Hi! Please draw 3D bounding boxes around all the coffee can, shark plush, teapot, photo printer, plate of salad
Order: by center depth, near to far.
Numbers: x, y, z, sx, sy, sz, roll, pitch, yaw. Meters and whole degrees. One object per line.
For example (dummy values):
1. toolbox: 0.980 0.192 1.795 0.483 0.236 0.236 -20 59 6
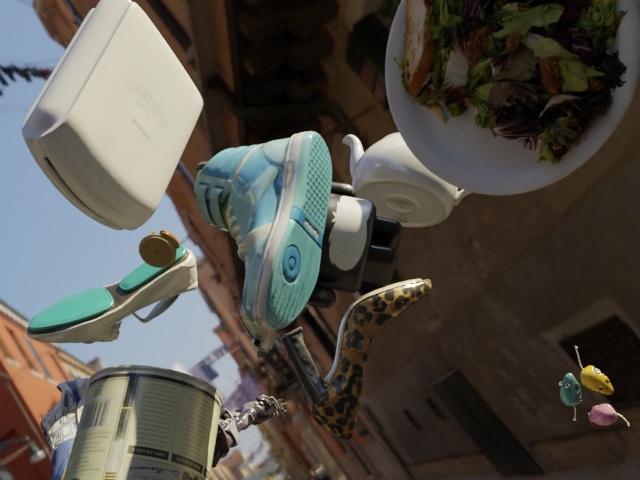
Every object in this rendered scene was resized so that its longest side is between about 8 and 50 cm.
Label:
1. plate of salad: 0.125 -0.132 0.515 0.048 0.200 0.200 -7 -31 -51
2. coffee can: -0.255 0.340 0.993 0.202 0.275 0.201 4 -34 3
3. photo printer: -0.322 -0.187 1.133 0.256 0.107 0.307 58 -139 -49
4. shark plush: -0.111 0.166 1.305 0.073 0.067 0.161 -59 -18 -18
5. teapot: 0.203 -0.158 1.610 0.252 0.256 0.187 -21 46 53

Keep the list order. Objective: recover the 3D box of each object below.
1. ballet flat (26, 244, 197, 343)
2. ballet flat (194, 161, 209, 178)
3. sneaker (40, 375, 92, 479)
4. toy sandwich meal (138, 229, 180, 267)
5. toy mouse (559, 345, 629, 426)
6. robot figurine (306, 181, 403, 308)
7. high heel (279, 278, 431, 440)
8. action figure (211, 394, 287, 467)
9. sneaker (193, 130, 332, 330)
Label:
1. ballet flat: -0.453 0.153 1.626 0.400 0.139 0.139 -29 -15 -18
2. ballet flat: -0.218 -0.108 1.813 0.084 0.250 0.058 -42 14 37
3. sneaker: -0.536 0.424 1.520 0.131 0.296 0.112 -3 -50 4
4. toy sandwich meal: -0.326 0.016 1.443 0.085 0.085 0.029 -42 18 22
5. toy mouse: 0.491 0.300 1.326 0.031 0.161 0.143 -20 -35 -32
6. robot figurine: 0.000 0.000 1.270 0.209 0.278 0.173 -73 -7 -69
7. high heel: 0.088 0.180 1.108 0.261 0.186 0.093 -26 -11 -7
8. action figure: -0.199 0.460 1.830 0.185 0.099 0.285 -31 -1 27
9. sneaker: -0.108 -0.013 1.058 0.208 0.319 0.127 -2 -35 23
